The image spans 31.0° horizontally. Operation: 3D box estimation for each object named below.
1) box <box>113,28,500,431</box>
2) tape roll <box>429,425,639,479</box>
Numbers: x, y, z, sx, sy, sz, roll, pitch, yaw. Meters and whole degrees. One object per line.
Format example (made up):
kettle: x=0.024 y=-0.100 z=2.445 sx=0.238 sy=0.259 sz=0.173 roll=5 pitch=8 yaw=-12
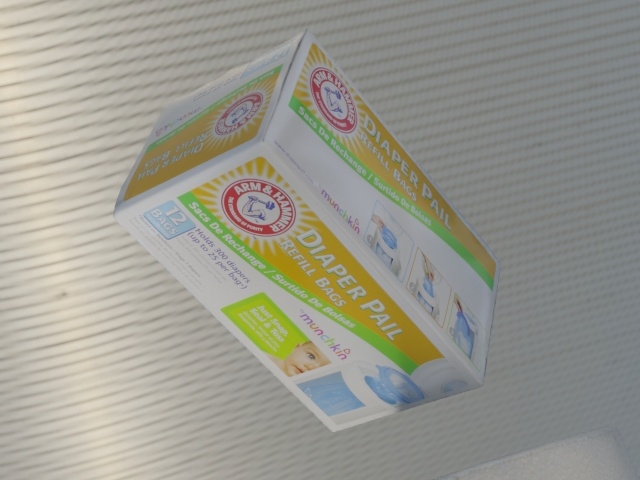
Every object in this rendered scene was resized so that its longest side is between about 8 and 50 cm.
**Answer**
box: x=0.000 y=0.000 z=0.660 sx=0.114 sy=0.103 sz=0.203 roll=-24 pitch=122 yaw=33
tape roll: x=-0.015 y=0.192 z=0.599 sx=0.392 sy=0.072 sz=0.392 roll=-18 pitch=166 yaw=-5
